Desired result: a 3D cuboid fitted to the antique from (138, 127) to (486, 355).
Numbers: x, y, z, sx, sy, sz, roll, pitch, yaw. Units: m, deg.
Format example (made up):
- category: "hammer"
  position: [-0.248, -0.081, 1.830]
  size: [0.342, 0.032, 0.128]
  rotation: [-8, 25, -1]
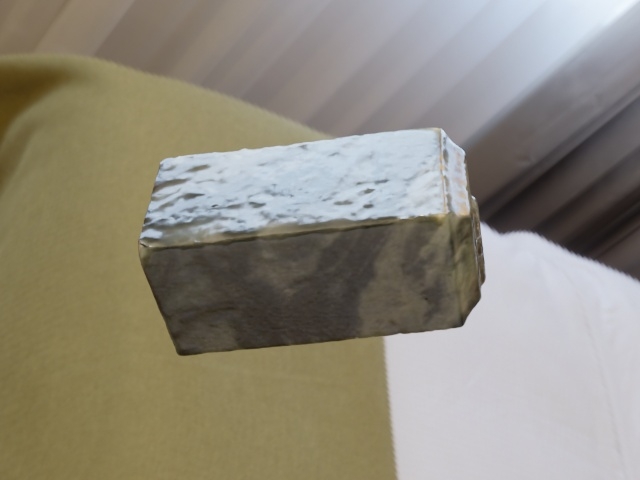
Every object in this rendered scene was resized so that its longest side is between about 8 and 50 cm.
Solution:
- category: "antique"
  position: [0.000, 0.000, 0.604]
  size: [0.086, 0.183, 0.088]
  rotation: [-86, 168, -49]
